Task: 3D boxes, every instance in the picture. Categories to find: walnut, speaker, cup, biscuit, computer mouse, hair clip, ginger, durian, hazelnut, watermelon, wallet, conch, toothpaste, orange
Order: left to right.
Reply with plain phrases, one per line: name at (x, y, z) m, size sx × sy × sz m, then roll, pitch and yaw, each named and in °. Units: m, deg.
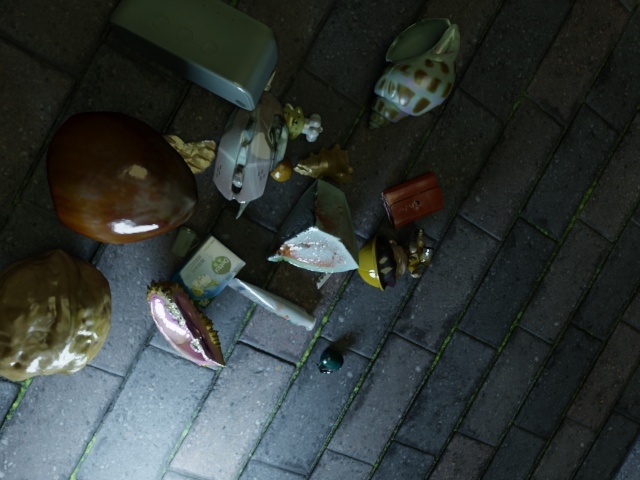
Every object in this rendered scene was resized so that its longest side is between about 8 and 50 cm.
walnut at (-0.717, 0.187, 1.211) m, size 0.307 × 0.306 × 0.343 m, roll 8°, pitch 100°, yaw -18°
hazelnut at (-0.498, -0.147, 1.169) m, size 0.367 × 0.366 × 0.365 m, roll -3°, pitch 102°, yaw -17°
biscuit at (-0.400, -0.249, 1.343) m, size 0.183 × 0.061 × 0.118 m, roll 6°, pitch 101°, yaw -16°
durian at (-0.411, 0.240, 1.382) m, size 0.112 × 0.191 × 0.341 m, roll -47°, pitch 120°, yaw -36°
cup at (-0.414, 0.004, 1.399) m, size 0.055 × 0.075 × 0.083 m, roll 29°, pitch 95°, yaw 17°
speaker at (-0.317, -0.529, 1.208) m, size 0.407 × 0.183 × 0.184 m, roll 28°, pitch 88°, yaw -1°
computer mouse at (-0.216, -0.254, 1.335) m, size 0.200 × 0.115 × 0.388 m, roll 16°, pitch 92°, yaw 6°
toothpaste at (-0.157, 0.202, 1.496) m, size 0.323 × 0.100 × 0.066 m, roll 32°, pitch 64°, yaw -22°
orange at (-0.124, -0.225, 1.424) m, size 0.085 × 0.085 × 0.084 m, roll -3°, pitch 102°, yaw -17°
watermelon at (0.000, 0.000, 1.416) m, size 0.289 × 0.214 × 0.320 m, roll 45°, pitch 89°, yaw 0°
ginger at (0.021, -0.247, 1.462) m, size 0.206 × 0.081 × 0.115 m, roll 6°, pitch 130°, yaw -26°
speaker at (0.031, 0.433, 1.608) m, size 0.075 × 0.060 × 0.094 m, roll 32°, pitch 90°, yaw -19°
hair clip at (0.036, 0.060, 1.551) m, size 0.072 × 0.034 × 0.225 m, roll 10°, pitch 98°, yaw -20°
conch at (0.286, -0.509, 1.437) m, size 0.368 × 0.197 × 0.249 m, roll -35°, pitch 72°, yaw -4°
wallet at (0.324, -0.140, 1.595) m, size 0.205 × 0.045 × 0.142 m, roll -22°, pitch 106°, yaw -12°

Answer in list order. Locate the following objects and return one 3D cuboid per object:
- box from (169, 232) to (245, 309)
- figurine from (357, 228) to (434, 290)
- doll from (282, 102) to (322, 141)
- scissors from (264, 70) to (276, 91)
box at (-0.350, 0.094, 1.417) m, size 0.139 × 0.073 × 0.194 m, roll 42°, pitch 87°, yaw -19°
figurine at (0.247, 0.065, 1.547) m, size 0.257 × 0.167 × 0.192 m, roll -9°, pitch 82°, yaw -14°
doll at (-0.070, -0.363, 1.421) m, size 0.163 × 0.062 × 0.105 m, roll 9°, pitch 102°, yaw -20°
scissors at (-0.164, -0.464, 1.397) m, size 0.058 × 0.014 × 0.119 m, roll 27°, pitch 95°, yaw -24°
